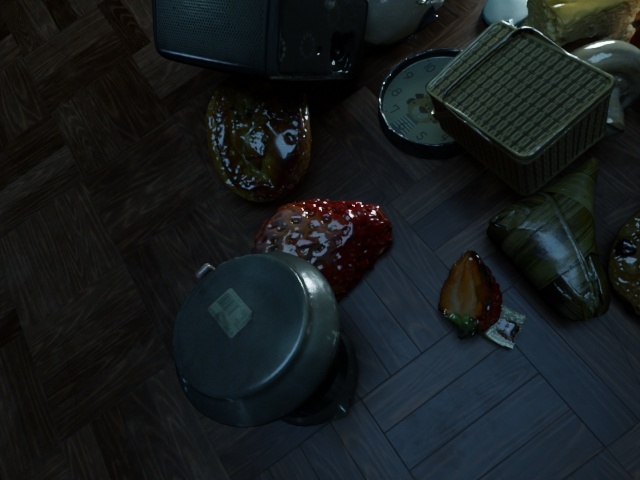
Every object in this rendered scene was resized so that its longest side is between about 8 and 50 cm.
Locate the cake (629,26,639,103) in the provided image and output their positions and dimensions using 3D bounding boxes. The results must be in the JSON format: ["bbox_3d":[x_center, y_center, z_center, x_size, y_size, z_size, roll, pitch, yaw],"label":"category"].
[{"bbox_3d":[0.865,-0.415,0.914,0.320,0.269,0.270,-6,69,10],"label":"cake"}]

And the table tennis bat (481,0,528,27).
[{"bbox_3d":[0.508,-0.596,1.200,0.124,0.033,0.201,-6,66,13],"label":"table tennis bat"}]

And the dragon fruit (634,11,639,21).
[{"bbox_3d":[0.843,-0.605,1.076,0.121,0.127,0.161,-20,67,-3],"label":"dragon fruit"}]

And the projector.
[{"bbox_3d":[-0.147,-0.549,1.111,0.405,0.395,0.242,22,120,28],"label":"projector"}]

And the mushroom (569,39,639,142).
[{"bbox_3d":[0.602,-0.331,0.981,0.206,0.206,0.209,24,51,20],"label":"mushroom"}]

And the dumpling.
[{"bbox_3d":[0.196,-0.639,1.242,0.293,0.163,0.204,-16,33,9],"label":"dumpling"}]

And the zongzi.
[{"bbox_3d":[0.542,-0.009,0.918,0.288,0.134,0.286,-34,71,-2],"label":"zongzi"}]

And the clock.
[{"bbox_3d":[0.301,-0.357,1.143,0.313,0.061,0.312,-5,69,13],"label":"clock"}]

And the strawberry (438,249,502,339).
[{"bbox_3d":[0.325,0.122,0.941,0.140,0.085,0.192,-48,27,21],"label":"strawberry"}]

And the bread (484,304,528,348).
[{"bbox_3d":[0.387,0.180,0.934,0.070,0.035,0.083,28,81,23],"label":"bread"}]

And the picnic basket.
[{"bbox_3d":[0.396,-0.286,0.926,0.228,0.175,0.313,-41,56,7],"label":"picnic basket"}]

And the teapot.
[{"bbox_3d":[-0.102,0.195,0.873,0.305,0.361,0.376,-44,56,-9],"label":"teapot"}]

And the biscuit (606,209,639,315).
[{"bbox_3d":[0.718,0.040,0.846,0.296,0.075,0.296,2,94,29],"label":"biscuit"}]

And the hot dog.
[{"bbox_3d":[-0.156,-0.289,1.164,0.267,0.174,0.387,-4,69,3],"label":"hot dog"}]

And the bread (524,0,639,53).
[{"bbox_3d":[0.622,-0.561,1.082,0.224,0.183,0.211,-20,61,3],"label":"bread"}]

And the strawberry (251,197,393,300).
[{"bbox_3d":[0.000,0.000,1.034,0.336,0.149,0.265,-22,65,3],"label":"strawberry"}]
